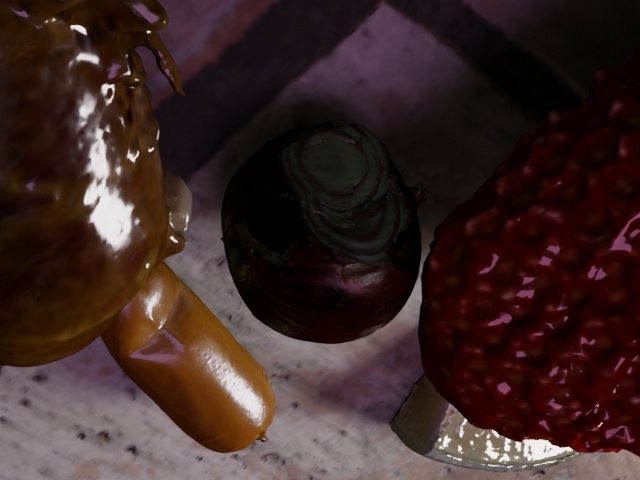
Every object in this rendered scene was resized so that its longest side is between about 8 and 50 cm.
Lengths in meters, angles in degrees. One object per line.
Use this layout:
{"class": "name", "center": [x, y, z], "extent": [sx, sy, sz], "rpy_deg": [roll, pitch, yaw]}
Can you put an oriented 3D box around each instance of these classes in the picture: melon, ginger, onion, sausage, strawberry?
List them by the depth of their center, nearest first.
{"class": "ginger", "center": [-0.126, -0.118, 0.698], "extent": [0.254, 0.176, 0.418], "rpy_deg": [-14, 127, -3]}
{"class": "onion", "center": [0.000, 0.000, 0.896], "extent": [0.118, 0.117, 0.118], "rpy_deg": [-11, 154, -5]}
{"class": "strawberry", "center": [0.223, 0.014, 0.900], "extent": [0.351, 0.267, 0.312], "rpy_deg": [-23, 156, 4]}
{"class": "sausage", "center": [-0.081, 0.067, 0.960], "extent": [0.062, 0.054, 0.183], "rpy_deg": [-55, 134, -17]}
{"class": "melon", "center": [0.141, 0.115, 1.111], "extent": [0.182, 0.054, 0.098], "rpy_deg": [20, 103, -35]}
